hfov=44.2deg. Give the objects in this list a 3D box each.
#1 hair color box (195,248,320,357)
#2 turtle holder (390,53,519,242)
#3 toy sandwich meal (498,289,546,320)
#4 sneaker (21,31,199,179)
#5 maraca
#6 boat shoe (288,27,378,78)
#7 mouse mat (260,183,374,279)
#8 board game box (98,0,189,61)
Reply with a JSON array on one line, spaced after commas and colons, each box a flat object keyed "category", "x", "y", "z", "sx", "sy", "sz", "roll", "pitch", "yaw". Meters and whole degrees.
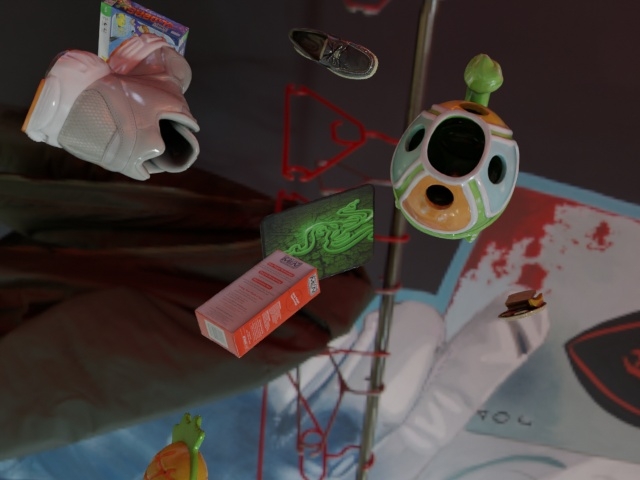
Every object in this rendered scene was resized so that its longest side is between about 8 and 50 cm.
[{"category": "hair color box", "x": -0.074, "y": 0.073, "z": 0.953, "sx": 0.141, "sy": 0.072, "sz": 0.043, "roll": -37, "pitch": 135, "yaw": -32}, {"category": "turtle holder", "x": 0.275, "y": -0.163, "z": 1.483, "sx": 0.320, "sy": 0.243, "sz": 0.227, "roll": -42, "pitch": 164, "yaw": -3}, {"category": "toy sandwich meal", "x": 0.312, "y": 0.100, "z": 1.226, "sx": 0.085, "sy": 0.085, "sz": 0.029, "roll": 168, "pitch": -96, "yaw": -86}, {"category": "sneaker", "x": -0.155, "y": -0.109, "z": 0.707, "sx": 0.099, "sy": 0.121, "sz": 0.262, "roll": -54, "pitch": -176, "yaw": 22}, {"category": "maraca", "x": -0.226, "y": 0.369, "z": 1.255, "sx": 0.127, "sy": 0.099, "sz": 0.186, "roll": -7, "pitch": -115, "yaw": 53}, {"category": "boat shoe", "x": 0.015, "y": -0.288, "z": 1.209, "sx": 0.049, "sy": 0.152, "sz": 0.056, "roll": -5, "pitch": 116, "yaw": -64}, {"category": "mouse mat", "x": 0.000, "y": 0.000, "z": 1.190, "sx": 0.007, "sy": 0.189, "sz": 0.152, "roll": 48, "pitch": -30, "yaw": 46}, {"category": "board game box", "x": -0.294, "y": -0.288, "z": 1.285, "sx": 0.201, "sy": 0.136, "sz": 0.035, "roll": 113, "pitch": 2, "yaw": -50}]
